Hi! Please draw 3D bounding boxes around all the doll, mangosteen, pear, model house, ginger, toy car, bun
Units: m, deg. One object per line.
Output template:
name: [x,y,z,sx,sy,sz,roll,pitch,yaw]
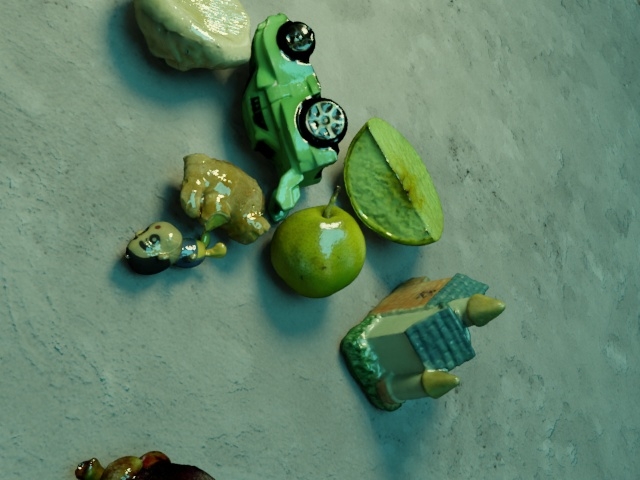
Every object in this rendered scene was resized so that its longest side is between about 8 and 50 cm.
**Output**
doll: [-0.248,0.011,1.186,0.179,0.102,0.089,-14,125,-43]
mangosteen: [-0.248,0.396,1.005,0.250,0.211,0.211,36,51,8]
pear: [0.000,0.000,1.319,0.180,0.216,0.166,-3,37,-21]
model house: [0.247,0.190,1.392,0.267,0.325,0.194,-36,99,-41]
ginger: [-0.163,-0.073,1.259,0.216,0.102,0.157,31,32,-42]
toy car: [-0.064,-0.235,1.343,0.176,0.213,0.359,-20,88,-12]
pear: [0.159,-0.126,1.547,0.288,0.139,0.239,59,34,-5]
bun: [-0.235,-0.380,1.275,0.231,0.133,0.231,26,38,-23]
